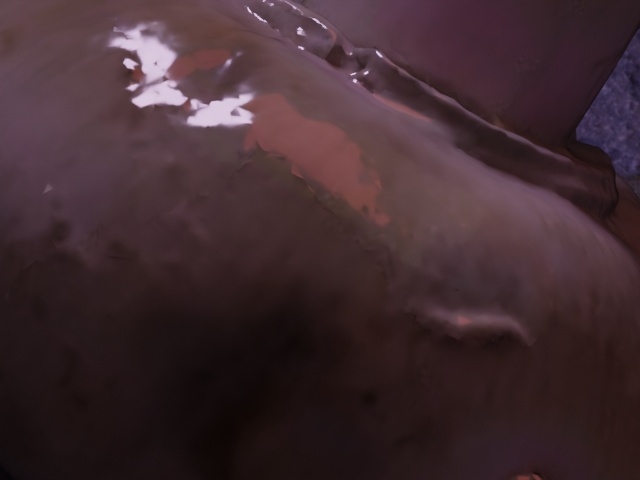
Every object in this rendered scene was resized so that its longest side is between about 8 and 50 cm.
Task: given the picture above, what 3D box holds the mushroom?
[{"bbox_3d":[0.010,-0.019,0.582,0.315,0.315,0.356,24,55,5],"label":"mushroom"}]
